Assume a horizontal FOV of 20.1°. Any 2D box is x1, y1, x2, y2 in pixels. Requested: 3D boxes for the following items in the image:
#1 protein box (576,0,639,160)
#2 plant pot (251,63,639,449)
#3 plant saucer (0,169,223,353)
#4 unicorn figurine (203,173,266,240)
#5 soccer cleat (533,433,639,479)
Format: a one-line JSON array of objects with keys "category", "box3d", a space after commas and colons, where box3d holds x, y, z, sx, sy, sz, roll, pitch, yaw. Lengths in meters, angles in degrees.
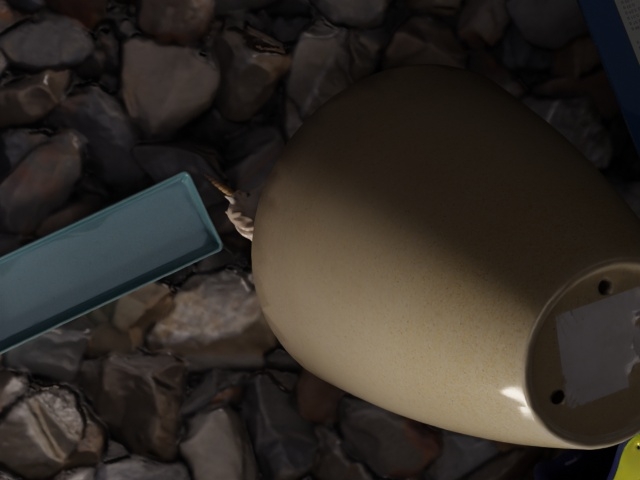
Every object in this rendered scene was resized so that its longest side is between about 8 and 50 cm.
[{"category": "protein box", "box3d": [0.303, -0.160, 1.303, 0.200, 0.136, 0.201, -21, 100, 16]}, {"category": "plant pot", "box3d": [0.121, 0.032, 1.226, 0.257, 0.274, 0.256, -8, 109, -22]}, {"category": "plant saucer", "box3d": [-0.172, 0.016, 1.348, 0.192, 0.018, 0.067, -25, 100, -3]}, {"category": "unicorn figurine", "box3d": [0.000, 0.000, 1.348, 0.111, 0.060, 0.162, -26, 97, -8]}, {"category": "soccer cleat", "box3d": [0.275, 0.126, 1.338, 0.121, 0.093, 0.289, 34, 120, -14]}]
